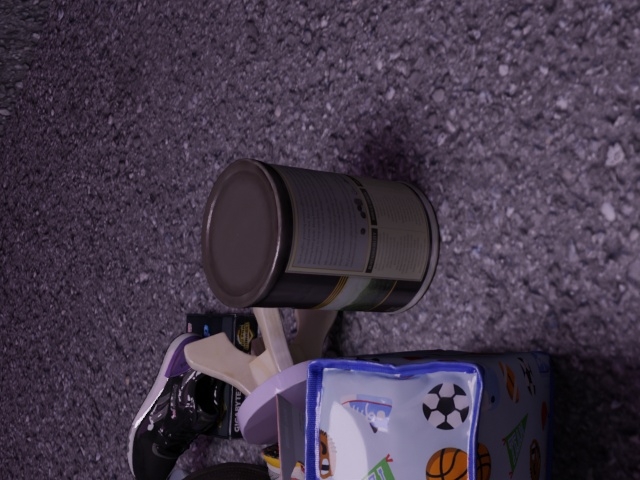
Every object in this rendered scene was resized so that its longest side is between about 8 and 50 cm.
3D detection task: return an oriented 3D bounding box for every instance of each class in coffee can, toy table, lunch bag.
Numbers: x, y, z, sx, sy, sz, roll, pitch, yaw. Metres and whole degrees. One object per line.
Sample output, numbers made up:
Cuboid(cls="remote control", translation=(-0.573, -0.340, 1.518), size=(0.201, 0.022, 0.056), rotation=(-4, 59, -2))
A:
Cuboid(cls="coffee can", translation=(0.000, 0.000, 1.448), size=(0.201, 0.275, 0.201), rotation=(-10, 78, 53))
Cuboid(cls="toy table", translation=(-0.062, 0.190, 1.561), size=(0.161, 0.252, 0.274), rotation=(65, 152, 24))
Cuboid(cls="lunch bag", translation=(0.127, 0.320, 1.163), size=(0.239, 0.328, 0.385), rotation=(-2, 86, 28))

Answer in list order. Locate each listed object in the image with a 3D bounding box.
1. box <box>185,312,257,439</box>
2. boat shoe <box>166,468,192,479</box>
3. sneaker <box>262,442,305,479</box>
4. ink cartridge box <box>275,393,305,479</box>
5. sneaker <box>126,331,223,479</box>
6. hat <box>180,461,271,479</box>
Cuboid(cls="box", translation=(-0.184, 0.242, 1.860), size=(0.175, 0.051, 0.220), rotation=(-4, 83, 53))
Cuboid(cls="boat shoe", translation=(-0.206, 0.582, 1.756), size=(0.136, 0.156, 0.367), rotation=(-43, 35, 40))
Cuboid(cls="sneaker", translation=(0.000, 0.373, 1.583), size=(0.225, 0.088, 0.092), rotation=(7, 111, 54))
Cuboid(cls="ink cartridge box", translation=(0.020, 0.373, 1.312), size=(0.066, 0.261, 0.296), rotation=(-40, 27, 20))
Cuboid(cls="sneaker", translation=(-0.244, 0.309, 1.783), size=(0.124, 0.107, 0.283), rotation=(23, 96, 45))
Cuboid(cls="hat", translation=(-0.159, 0.512, 1.626), size=(0.331, 0.331, 0.134), rotation=(40, 144, 48))
